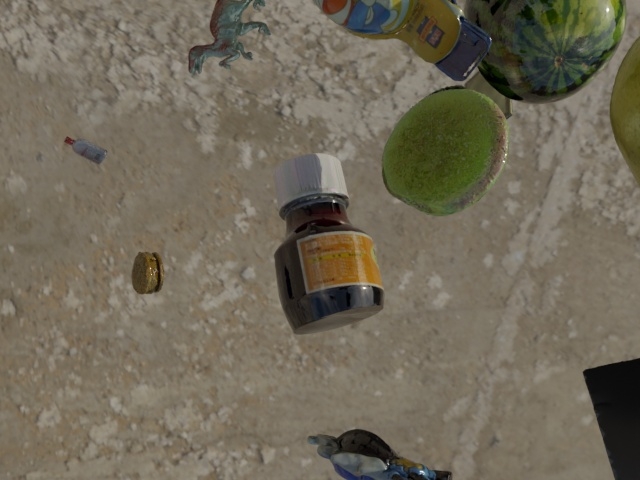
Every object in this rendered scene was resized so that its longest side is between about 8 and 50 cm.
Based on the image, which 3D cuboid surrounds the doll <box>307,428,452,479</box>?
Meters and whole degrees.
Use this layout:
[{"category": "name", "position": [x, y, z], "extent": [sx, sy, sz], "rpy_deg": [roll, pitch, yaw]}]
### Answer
[{"category": "doll", "position": [0.069, 0.282, 1.047], "extent": [0.096, 0.195, 0.070], "rpy_deg": [-1, 104, -62]}]

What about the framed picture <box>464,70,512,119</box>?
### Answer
[{"category": "framed picture", "position": [0.399, -0.342, 1.964], "extent": [0.010, 0.173, 0.231], "rpy_deg": [22, 55, -21]}]

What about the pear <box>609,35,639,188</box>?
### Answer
[{"category": "pear", "position": [0.420, -0.120, 0.754], "extent": [0.294, 0.294, 0.294], "rpy_deg": [-9, 113, -22]}]

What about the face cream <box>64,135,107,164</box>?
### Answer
[{"category": "face cream", "position": [-0.466, -0.182, 1.623], "extent": [0.083, 0.021, 0.040], "rpy_deg": [28, 127, -23]}]

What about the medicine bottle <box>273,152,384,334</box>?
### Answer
[{"category": "medicine bottle", "position": [0.000, 0.000, 1.865], "extent": [0.243, 0.242, 0.394], "rpy_deg": [-4, 72, -24]}]

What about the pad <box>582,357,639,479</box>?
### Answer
[{"category": "pad", "position": [0.474, 0.277, 1.122], "extent": [0.164, 0.243, 0.004], "rpy_deg": [-13, 157, 8]}]

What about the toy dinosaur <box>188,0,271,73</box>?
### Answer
[{"category": "toy dinosaur", "position": [-0.182, -0.446, 1.614], "extent": [0.167, 0.053, 0.242], "rpy_deg": [-3, 84, -10]}]

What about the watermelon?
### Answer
[{"category": "watermelon", "position": [0.397, -0.396, 1.463], "extent": [0.285, 0.285, 0.285], "rpy_deg": [-9, 113, -22]}]

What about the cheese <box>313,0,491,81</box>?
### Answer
[{"category": "cheese", "position": [0.075, -0.285, 0.947], "extent": [0.270, 0.177, 0.069], "rpy_deg": [35, 61, 1]}]

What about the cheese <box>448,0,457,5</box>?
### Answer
[{"category": "cheese", "position": [0.129, -0.387, 0.908], "extent": [0.064, 0.156, 0.250], "rpy_deg": [-9, 110, 6]}]

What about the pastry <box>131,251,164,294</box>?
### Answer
[{"category": "pastry", "position": [-0.387, 0.074, 1.844], "extent": [0.057, 0.109, 0.097], "rpy_deg": [3, 111, -32]}]

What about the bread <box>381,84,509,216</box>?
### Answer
[{"category": "bread", "position": [0.259, -0.195, 1.725], "extent": [0.301, 0.301, 0.045], "rpy_deg": [-55, 141, 3]}]
